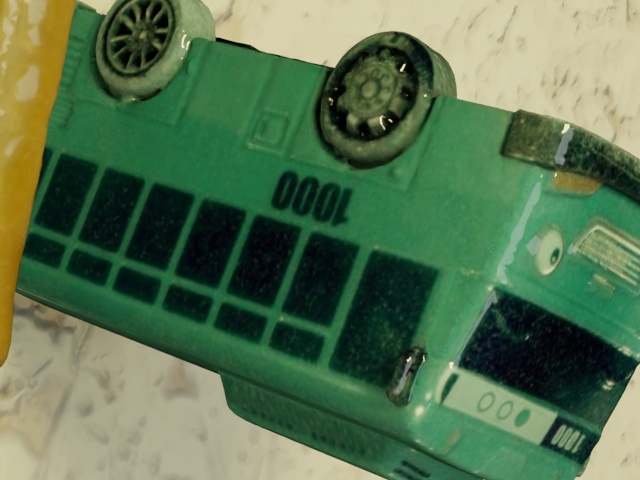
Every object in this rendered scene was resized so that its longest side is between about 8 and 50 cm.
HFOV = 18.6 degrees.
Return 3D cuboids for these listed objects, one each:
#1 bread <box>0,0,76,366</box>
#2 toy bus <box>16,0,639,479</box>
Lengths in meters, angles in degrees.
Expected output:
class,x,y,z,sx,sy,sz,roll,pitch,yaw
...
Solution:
class,x,y,z,sx,sy,sz,roll,pitch,yaw
bread,-0.204,-0.038,0.599,0.239,0.111,0.246,1,103,-47
toy bus,0.000,0.000,0.739,0.128,0.256,0.147,26,85,-50
